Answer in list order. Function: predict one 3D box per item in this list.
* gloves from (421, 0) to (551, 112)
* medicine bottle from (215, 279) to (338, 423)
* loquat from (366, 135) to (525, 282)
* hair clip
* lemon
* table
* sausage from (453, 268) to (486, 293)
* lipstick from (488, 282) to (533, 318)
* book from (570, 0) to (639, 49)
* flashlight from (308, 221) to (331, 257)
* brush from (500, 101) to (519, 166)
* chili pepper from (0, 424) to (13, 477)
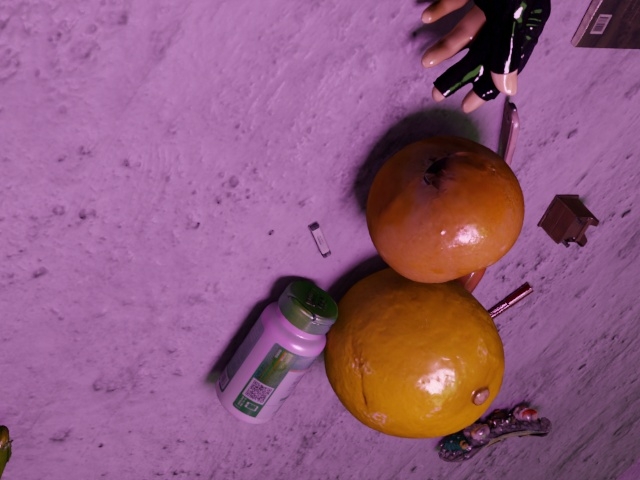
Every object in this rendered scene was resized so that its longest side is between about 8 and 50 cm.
[{"bbox_3d":[0.244,-0.317,1.243,0.152,0.197,0.301,6,127,-26],"label":"gloves"},{"bbox_3d":[-0.079,0.205,1.619,0.133,0.133,0.274,8,125,-40],"label":"medicine bottle"},{"bbox_3d":[0.207,-0.047,1.459,0.263,0.263,0.263,-19,139,-17],"label":"loquat"},{"bbox_3d":[0.467,0.510,2.356,0.321,0.138,0.091,-12,93,-24],"label":"hair clip"},{"bbox_3d":[0.174,0.213,1.647,0.348,0.348,0.348,-19,139,-17],"label":"lemon"},{"bbox_3d":[0.519,-0.038,1.818,0.070,0.082,0.083,-2,132,-34],"label":"table"},{"bbox_3d":[0.270,0.102,1.801,0.076,0.076,0.197,9,127,-40],"label":"sausage"},{"bbox_3d":[0.407,0.157,1.994,0.176,0.027,0.027,-36,142,6],"label":"lipstick"},{"bbox_3d":[0.552,-0.401,1.506,0.228,0.024,0.160,-6,135,-30],"label":"book"},{"bbox_3d":[0.000,0.000,1.547,0.018,0.018,0.083,-29,141,-5],"label":"flashlight"},{"bbox_3d":[0.322,-0.121,1.612,0.067,0.072,0.313,-10,137,-7],"label":"brush"},{"bbox_3d":[-0.593,0.430,1.544,0.085,0.076,0.359,-24,149,-43],"label":"chili pepper"}]
